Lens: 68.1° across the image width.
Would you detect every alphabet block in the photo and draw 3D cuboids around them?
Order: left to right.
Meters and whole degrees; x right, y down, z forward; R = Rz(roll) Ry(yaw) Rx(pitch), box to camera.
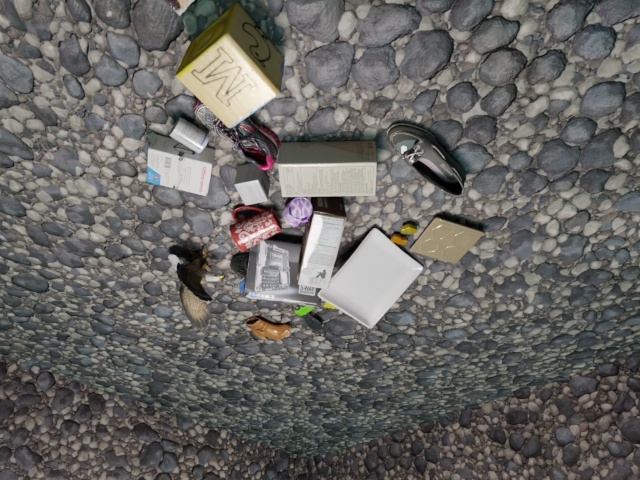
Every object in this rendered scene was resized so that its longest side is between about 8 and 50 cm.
[{"bbox_3d":[-0.231,-0.457,1.253,0.193,0.193,0.197,-27,132,26],"label":"alphabet block"}]

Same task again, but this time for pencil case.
[{"bbox_3d":[-0.081,-0.098,1.647,0.086,0.206,0.088,-24,93,-10],"label":"pencil case"}]

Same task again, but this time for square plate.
[{"bbox_3d":[0.203,0.156,1.913,0.344,0.049,0.347,36,97,-34],"label":"square plate"}]

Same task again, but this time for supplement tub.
[{"bbox_3d":[-0.411,-0.330,1.490,0.107,0.071,0.071,31,131,-28],"label":"supplement tub"}]

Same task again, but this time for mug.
[{"bbox_3d":[-0.243,-0.056,1.743,0.169,0.113,0.150,-24,121,7],"label":"mug"}]

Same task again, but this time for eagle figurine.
[{"bbox_3d":[-0.493,0.169,1.876,0.225,0.299,0.226,-26,131,29],"label":"eagle figurine"}]

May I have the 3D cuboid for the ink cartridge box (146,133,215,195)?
[{"bbox_3d":[-0.461,-0.248,1.571,0.202,0.086,0.148,13,136,-12],"label":"ink cartridge box"}]

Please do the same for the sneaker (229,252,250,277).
[{"bbox_3d":[-0.239,0.139,1.981,0.286,0.109,0.130,15,154,-4],"label":"sneaker"}]

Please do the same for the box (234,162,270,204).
[{"bbox_3d":[-0.230,-0.193,1.608,0.087,0.102,0.101,-10,137,11],"label":"box"}]

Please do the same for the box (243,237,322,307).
[{"bbox_3d":[-0.134,0.123,1.874,0.307,0.076,0.243,9,97,-6],"label":"box"}]

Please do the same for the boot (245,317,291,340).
[{"bbox_3d":[-0.255,0.422,2.317,0.197,0.073,0.152,-21,129,20],"label":"boot"}]

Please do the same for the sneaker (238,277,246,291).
[{"bbox_3d":[-0.319,0.201,2.062,0.058,0.085,0.152,26,133,-24],"label":"sneaker"}]

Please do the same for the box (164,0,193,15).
[{"bbox_3d":[-0.399,-0.663,1.130,0.087,0.058,0.232,-30,128,31],"label":"box"}]

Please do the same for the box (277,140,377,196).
[{"bbox_3d":[0.024,-0.231,1.537,0.310,0.121,0.148,1,138,2],"label":"box"}]

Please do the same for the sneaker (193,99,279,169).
[{"bbox_3d":[-0.250,-0.333,1.448,0.299,0.112,0.120,30,131,-26],"label":"sneaker"}]

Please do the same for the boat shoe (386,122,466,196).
[{"bbox_3d":[0.350,-0.254,1.514,0.335,0.096,0.112,29,132,-27],"label":"boat shoe"}]

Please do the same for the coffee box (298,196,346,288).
[{"bbox_3d":[0.000,0.000,1.698,0.118,0.168,0.298,9,117,-7],"label":"coffee box"}]

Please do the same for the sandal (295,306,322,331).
[{"bbox_3d":[-0.050,0.369,2.275,0.067,0.040,0.179,-31,114,25],"label":"sandal"}]

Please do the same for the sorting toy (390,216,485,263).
[{"bbox_3d":[0.441,-0.014,1.824,0.306,0.041,0.229,16,141,-14],"label":"sorting toy"}]

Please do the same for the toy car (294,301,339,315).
[{"bbox_3d":[-0.031,0.275,2.154,0.239,0.053,0.225,35,129,-30],"label":"toy car"}]
